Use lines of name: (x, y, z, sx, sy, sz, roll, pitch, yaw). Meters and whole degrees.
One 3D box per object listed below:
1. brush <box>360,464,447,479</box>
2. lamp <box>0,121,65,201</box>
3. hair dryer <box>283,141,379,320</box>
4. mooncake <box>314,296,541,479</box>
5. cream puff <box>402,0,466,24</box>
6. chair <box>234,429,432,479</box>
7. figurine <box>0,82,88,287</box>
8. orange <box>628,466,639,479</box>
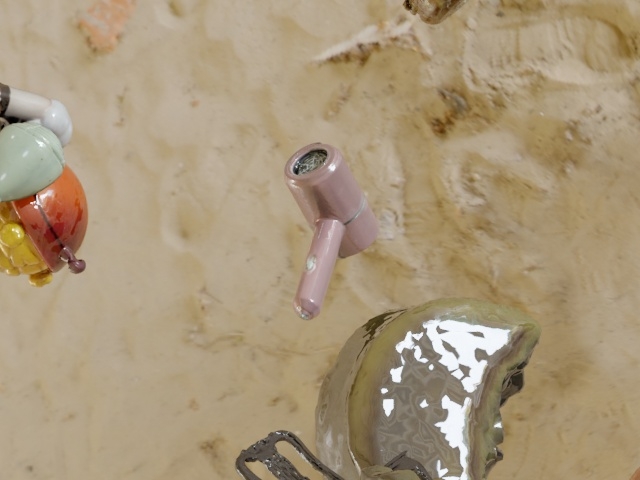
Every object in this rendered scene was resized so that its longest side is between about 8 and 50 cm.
brush: (0.132, 0.190, 0.528, 0.301, 0.071, 0.084, 4, 52, 40)
lamp: (-0.444, -0.087, 1.402, 0.106, 0.106, 0.193, 22, 63, 27)
hair dryer: (0.000, 0.000, 1.851, 0.125, 0.210, 0.353, -11, 40, 24)
mooncake: (0.190, 0.282, 1.468, 0.393, 0.394, 0.246, 57, 153, -1)
cream puff: (0.181, -0.387, 1.435, 0.103, 0.126, 0.144, 50, 132, -3)
chair: (0.026, 0.265, 1.052, 0.229, 0.106, 0.113, 42, 122, 19)
figurine: (-0.476, -0.078, 1.588, 0.196, 0.320, 0.323, -10, 65, -1)
orange: (0.615, 0.470, 1.574, 0.283, 0.284, 0.226, 23, 132, 26)
